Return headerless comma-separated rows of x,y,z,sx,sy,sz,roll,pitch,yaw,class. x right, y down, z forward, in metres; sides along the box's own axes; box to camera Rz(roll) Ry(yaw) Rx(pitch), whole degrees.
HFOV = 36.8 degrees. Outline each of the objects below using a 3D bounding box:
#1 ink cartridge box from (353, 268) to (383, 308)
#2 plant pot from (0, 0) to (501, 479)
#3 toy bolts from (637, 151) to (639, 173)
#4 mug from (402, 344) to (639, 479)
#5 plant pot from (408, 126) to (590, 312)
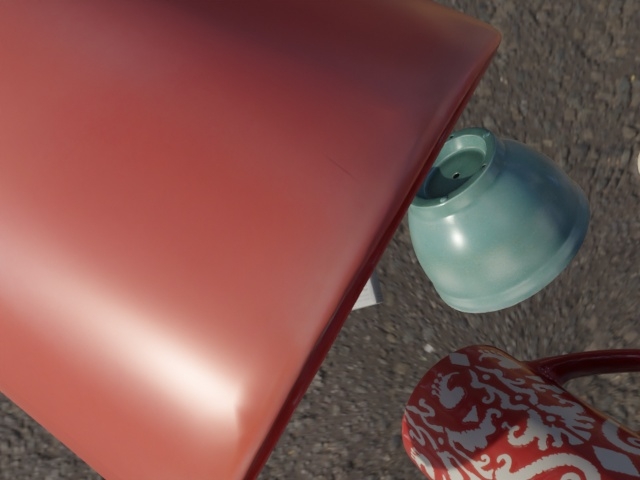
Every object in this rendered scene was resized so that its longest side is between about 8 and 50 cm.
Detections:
0.000,0.000,1.140,0.104,0.060,0.180,-16,85,12,ink cartridge box
-0.085,-0.036,0.450,0.243,0.275,0.275,30,88,4,plant pot
0.405,-0.099,0.895,0.158,0.228,0.218,-13,102,-13,toy bolts
0.146,0.130,0.557,0.150,0.113,0.169,-27,33,-20,mug
0.258,-0.058,1.557,0.293,0.196,0.293,-30,32,21,plant pot
